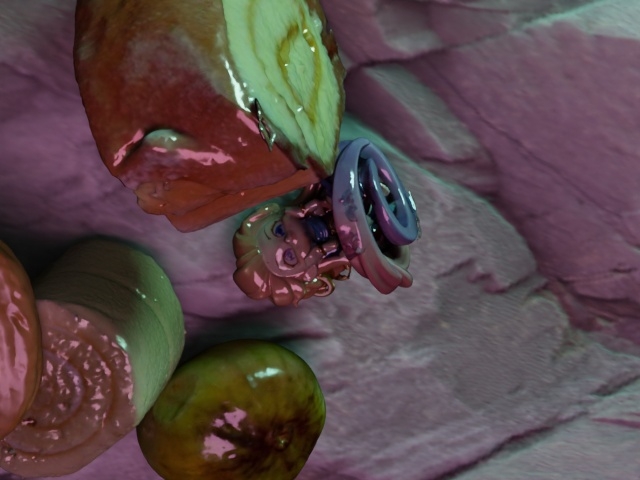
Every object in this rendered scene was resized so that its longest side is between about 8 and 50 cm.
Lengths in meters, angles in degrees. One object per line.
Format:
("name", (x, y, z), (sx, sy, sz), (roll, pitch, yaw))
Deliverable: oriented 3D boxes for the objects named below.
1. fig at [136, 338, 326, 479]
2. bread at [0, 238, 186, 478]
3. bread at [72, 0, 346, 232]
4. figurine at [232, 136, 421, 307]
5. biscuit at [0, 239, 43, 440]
("fig", (-0.070, 0.145, 1.390), (0.153, 0.121, 0.136), (-7, 119, -8))
("bread", (-0.182, 0.089, 1.302), (0.134, 0.141, 0.148), (35, 112, -3))
("bread", (-0.072, -0.109, 1.166), (0.123, 0.244, 0.190), (-24, 118, 18))
("figurine", (0.008, -0.003, 1.330), (0.157, 0.126, 0.114), (-35, 170, 39))
("biscuit", (-0.376, 0.070, 1.241), (0.376, 0.051, 0.269), (-4, 104, 17))
